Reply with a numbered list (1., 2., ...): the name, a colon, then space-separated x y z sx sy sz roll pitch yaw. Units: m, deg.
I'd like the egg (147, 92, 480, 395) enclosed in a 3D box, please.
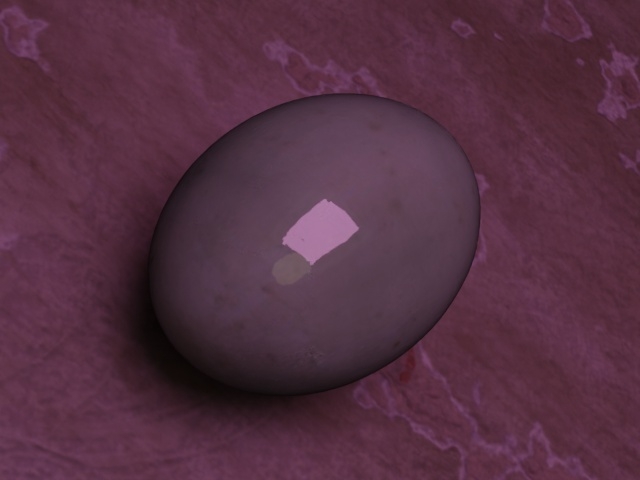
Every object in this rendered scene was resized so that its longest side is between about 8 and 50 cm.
1. egg: 0.000 0.000 1.482 0.389 0.276 0.276 -29 81 -41
